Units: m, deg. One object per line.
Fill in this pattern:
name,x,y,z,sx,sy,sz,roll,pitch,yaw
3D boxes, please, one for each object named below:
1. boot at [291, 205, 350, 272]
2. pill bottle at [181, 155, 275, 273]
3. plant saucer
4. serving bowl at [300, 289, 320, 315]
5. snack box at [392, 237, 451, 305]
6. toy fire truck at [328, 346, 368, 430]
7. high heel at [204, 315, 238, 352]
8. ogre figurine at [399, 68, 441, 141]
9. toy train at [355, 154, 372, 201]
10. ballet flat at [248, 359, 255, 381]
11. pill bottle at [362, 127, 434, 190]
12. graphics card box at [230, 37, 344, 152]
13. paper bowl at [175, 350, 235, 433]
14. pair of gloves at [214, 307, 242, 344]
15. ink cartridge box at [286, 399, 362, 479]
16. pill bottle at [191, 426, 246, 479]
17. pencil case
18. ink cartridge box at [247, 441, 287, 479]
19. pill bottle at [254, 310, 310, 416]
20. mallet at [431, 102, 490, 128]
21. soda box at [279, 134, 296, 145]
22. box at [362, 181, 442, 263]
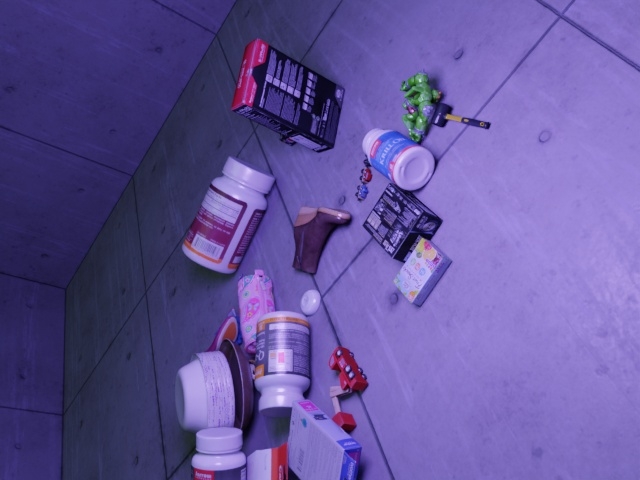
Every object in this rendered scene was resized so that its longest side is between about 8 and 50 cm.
boot,0.000,0.000,1.946,0.249,0.090,0.206,7,90,54
pill bottle,-0.334,-0.096,2.307,0.224,0.224,0.391,39,104,55
plant saucer,-0.271,0.467,2.002,0.311,0.050,0.310,179,90,-67
serving bowl,-0.036,0.188,1.919,0.083,0.027,0.083,-31,48,43
snack box,0.253,0.078,1.569,0.141,0.037,0.100,-58,35,16
toy fire truck,0.061,0.390,1.661,0.135,0.047,0.192,-58,35,18
high heel,-0.362,0.354,2.199,0.117,0.082,0.243,34,117,43
ogre figurine,0.268,-0.381,1.727,0.118,0.097,0.196,129,159,-62
toy train,0.138,-0.192,1.882,0.036,0.027,0.158,4,75,44
ballet flat,-0.176,0.441,1.939,0.232,0.073,0.080,34,101,55
pill bottle,0.205,-0.232,1.722,0.124,0.124,0.221,-61,35,12
graphics card box,-0.099,-0.463,2.045,0.094,0.371,0.232,-10,66,52
paper bowl,-0.381,0.504,2.021,0.284,0.148,0.283,179,90,-67
pair of gloves,-0.326,0.340,2.247,0.198,0.023,0.159,-51,40,26
ink cartridge box,0.013,0.556,1.591,0.311,0.065,0.185,25,111,58
pill bottle,-0.299,0.705,1.836,0.161,0.161,0.282,-6,84,53
pencil case,-0.203,0.236,2.041,0.124,0.124,0.284,-43,41,33
ink cartridge box,-0.152,0.676,1.743,0.232,0.066,0.188,121,152,-55
pill bottle,-0.109,0.358,1.813,0.162,0.162,0.278,-31,49,42
mallet,0.368,-0.323,1.628,0.190,0.039,0.062,19,92,52
soda box,-0.108,-0.439,2.320,0.053,0.060,0.168,-25,54,45
box,0.212,-0.045,1.653,0.147,0.078,0.180,-59,35,15
